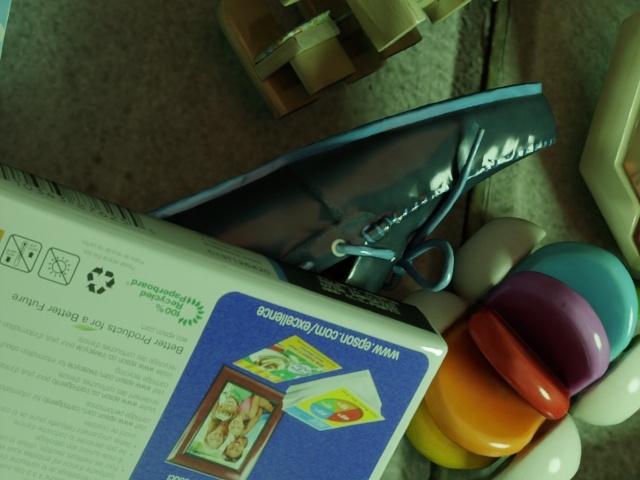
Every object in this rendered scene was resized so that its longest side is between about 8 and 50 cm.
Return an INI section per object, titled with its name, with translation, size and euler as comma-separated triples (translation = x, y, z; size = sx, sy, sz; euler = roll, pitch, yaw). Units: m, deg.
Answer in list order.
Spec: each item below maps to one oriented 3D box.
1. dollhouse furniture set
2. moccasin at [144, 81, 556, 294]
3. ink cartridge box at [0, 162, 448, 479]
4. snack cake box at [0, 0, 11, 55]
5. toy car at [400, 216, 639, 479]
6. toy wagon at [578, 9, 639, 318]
[dollhouse furniture set]
translation = 0.060, -0.225, 1.089
size = 0.242, 0.212, 0.161
euler = -31, 89, -44
[moccasin]
translation = 0.000, 0.000, 1.081
size = 0.342, 0.138, 0.117
euler = -23, 89, -3
[ink cartridge box]
translation = -0.124, 0.137, 0.977
size = 0.303, 0.072, 0.307
euler = 20, 107, -26
[snack cake box]
translation = -0.277, -0.087, 1.003
size = 0.152, 0.089, 0.264
euler = 13, 66, -18
[toy car]
translation = 0.134, 0.070, 1.075
size = 0.182, 0.136, 0.159
euler = -41, 83, -17
[toy wagon]
translation = 0.347, -0.044, 1.094
size = 0.344, 0.068, 0.267
euler = 20, 102, 23
